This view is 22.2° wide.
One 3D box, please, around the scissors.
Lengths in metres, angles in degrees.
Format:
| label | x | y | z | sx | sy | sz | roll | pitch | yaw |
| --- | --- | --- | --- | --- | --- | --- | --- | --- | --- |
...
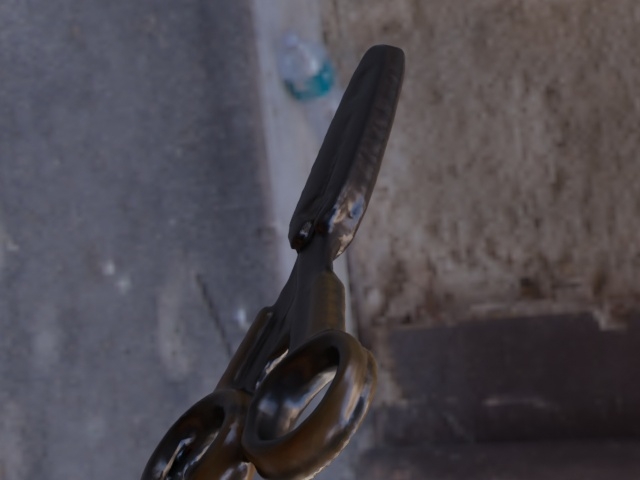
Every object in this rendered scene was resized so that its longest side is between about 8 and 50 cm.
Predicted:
| label | x | y | z | sx | sy | sz | roll | pitch | yaw |
| --- | --- | --- | --- | --- | --- | --- | --- | --- | --- |
| scissors | 0.000 | 0.000 | 0.520 | 0.017 | 0.088 | 0.220 | 42 | 39 | -19 |
